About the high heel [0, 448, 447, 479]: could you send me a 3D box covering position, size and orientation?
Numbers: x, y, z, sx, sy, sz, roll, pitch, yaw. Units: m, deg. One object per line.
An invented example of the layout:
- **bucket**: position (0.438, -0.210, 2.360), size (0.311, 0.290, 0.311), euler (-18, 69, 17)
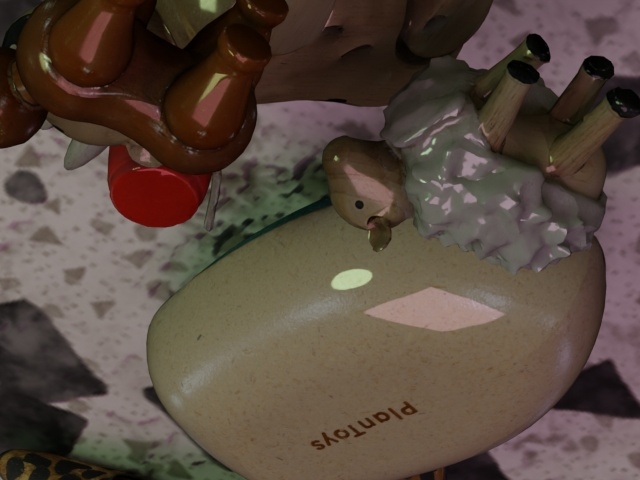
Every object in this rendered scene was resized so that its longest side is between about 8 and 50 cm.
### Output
- **high heel**: position (-0.059, 0.138, 1.078), size (0.261, 0.093, 0.186), euler (26, 105, 0)

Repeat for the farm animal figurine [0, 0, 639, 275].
- **farm animal figurine**: position (-0.060, -0.122, 0.750), size (0.327, 0.330, 0.172), euler (8, 137, -31)

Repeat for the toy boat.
- **toy boat**: position (0.000, 0.000, 0.917), size (0.267, 0.148, 0.318), euler (-21, 132, 26)
